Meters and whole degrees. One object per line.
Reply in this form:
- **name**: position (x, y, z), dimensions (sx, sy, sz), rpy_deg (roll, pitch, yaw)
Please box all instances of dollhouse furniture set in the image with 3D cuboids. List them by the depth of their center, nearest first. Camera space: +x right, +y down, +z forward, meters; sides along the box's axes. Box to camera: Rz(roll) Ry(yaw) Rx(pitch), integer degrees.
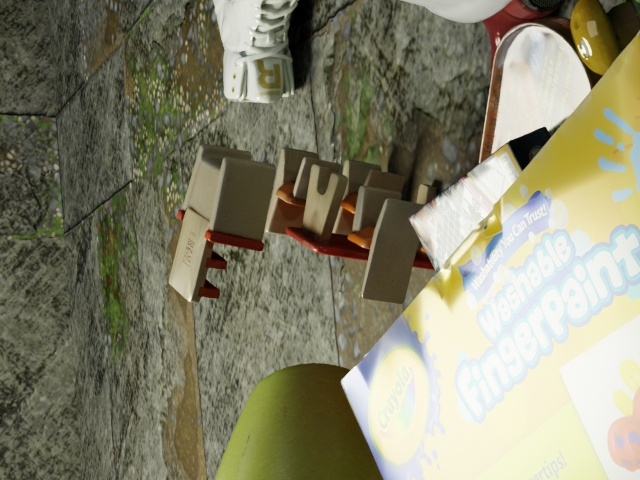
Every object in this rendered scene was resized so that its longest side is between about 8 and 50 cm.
- **dollhouse furniture set**: position (0.000, 0.000, 1.282), dimensions (0.262, 0.259, 0.135), rpy_deg (31, 110, 64)

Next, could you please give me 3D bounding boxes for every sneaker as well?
- **sneaker**: position (-0.052, -0.248, 1.581), dimensions (0.292, 0.108, 0.169), rpy_deg (143, 120, -73)

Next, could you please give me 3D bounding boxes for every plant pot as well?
- **plant pot**: position (-0.003, 0.275, 1.349), dimensions (0.293, 0.275, 0.275), rpy_deg (-93, 19, -44)

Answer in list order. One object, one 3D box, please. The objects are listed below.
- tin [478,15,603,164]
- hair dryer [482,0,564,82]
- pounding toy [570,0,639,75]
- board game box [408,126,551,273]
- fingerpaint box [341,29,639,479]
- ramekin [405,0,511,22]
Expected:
- **tin**: position (0.175, -0.081, 1.048), dimensions (0.106, 0.040, 0.189), rpy_deg (45, 142, 40)
- **hair dryer**: position (0.151, -0.158, 1.152), dimensions (0.223, 0.080, 0.293), rpy_deg (118, 143, -49)
- **pounding toy**: position (0.193, -0.167, 0.874), dimensions (0.237, 0.110, 0.183), rpy_deg (32, -142, -75)
- **board game box**: position (0.174, 0.054, 1.060), dimensions (0.243, 0.042, 0.165), rpy_deg (63, 149, 7)
- **fingerpaint box**: position (0.221, 0.138, 0.803), dimensions (0.371, 0.163, 0.445), rpy_deg (65, 151, 20)
- **ramekin**: position (0.079, -0.316, 1.059), dimensions (0.277, 0.135, 0.277), rpy_deg (-175, 90, -68)
